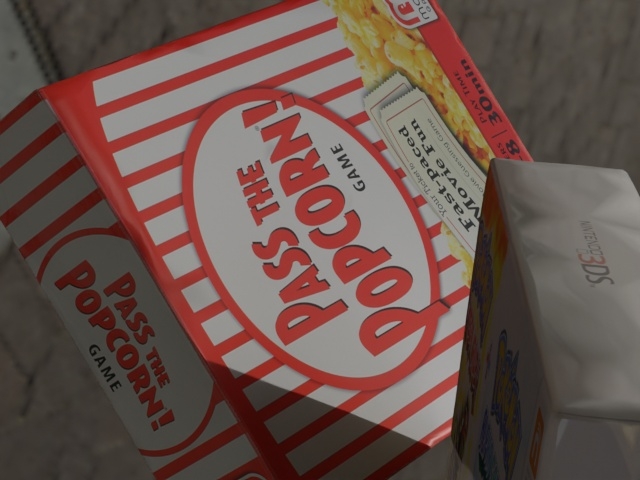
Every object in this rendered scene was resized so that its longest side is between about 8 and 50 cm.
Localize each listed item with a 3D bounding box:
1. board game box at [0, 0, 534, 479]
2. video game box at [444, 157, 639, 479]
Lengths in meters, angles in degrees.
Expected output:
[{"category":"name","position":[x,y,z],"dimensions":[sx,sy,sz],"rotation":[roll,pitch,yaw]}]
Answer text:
[{"category":"board game box","position":[0.000,0.000,0.632],"dimensions":[0.045,0.147,0.193],"rotation":[-34,177,40]},{"category":"video game box","position":[0.057,0.093,0.500],"dimensions":[0.205,0.048,0.187],"rotation":[-86,-175,-74]}]
